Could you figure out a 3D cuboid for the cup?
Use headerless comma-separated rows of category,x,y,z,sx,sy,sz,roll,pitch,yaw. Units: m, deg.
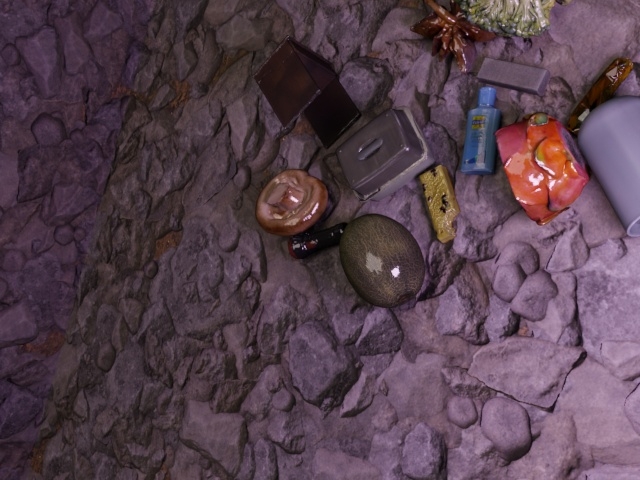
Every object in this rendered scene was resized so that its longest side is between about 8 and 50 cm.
cup,0.772,-0.189,1.560,0.205,0.205,0.312,-33,62,28

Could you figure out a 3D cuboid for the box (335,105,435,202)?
box,0.201,-0.270,2.038,0.290,0.166,0.221,-35,62,28

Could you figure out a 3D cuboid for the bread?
bread,0.369,-0.112,1.950,0.088,0.049,0.226,-26,66,31

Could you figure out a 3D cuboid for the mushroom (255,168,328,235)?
mushroom,-0.103,-0.136,2.256,0.278,0.146,0.278,-16,55,24

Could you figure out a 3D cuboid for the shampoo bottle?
shampoo bottle,0.479,-0.325,1.904,0.103,0.061,0.259,4,82,37

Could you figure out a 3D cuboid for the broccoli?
broccoli,0.536,-0.727,1.817,0.272,0.324,0.334,-16,46,55

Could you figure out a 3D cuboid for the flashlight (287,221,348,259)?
flashlight,0.000,0.000,2.185,0.232,0.093,0.093,-17,71,34

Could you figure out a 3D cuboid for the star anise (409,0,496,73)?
star anise,0.418,-0.681,1.996,0.292,0.109,0.350,-18,70,21

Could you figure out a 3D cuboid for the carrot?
carrot,0.744,-0.383,1.717,0.069,0.069,0.229,43,106,35

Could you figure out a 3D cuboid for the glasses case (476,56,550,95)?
glasses case,0.563,-0.479,1.882,0.205,0.047,0.071,26,92,38

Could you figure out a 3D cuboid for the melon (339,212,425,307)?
melon,0.182,0.055,1.937,0.237,0.237,0.302,-43,56,22

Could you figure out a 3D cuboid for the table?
table,-0.043,-0.507,2.224,0.196,0.250,0.282,-42,57,22

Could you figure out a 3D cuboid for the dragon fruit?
dragon fruit,0.581,-0.203,1.666,0.189,0.290,0.291,-27,65,25
